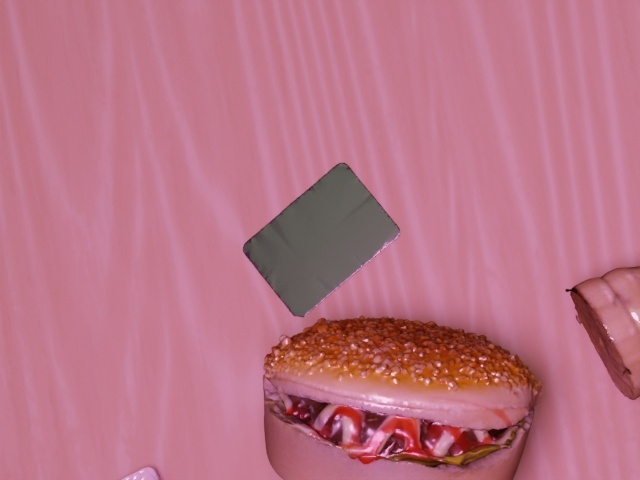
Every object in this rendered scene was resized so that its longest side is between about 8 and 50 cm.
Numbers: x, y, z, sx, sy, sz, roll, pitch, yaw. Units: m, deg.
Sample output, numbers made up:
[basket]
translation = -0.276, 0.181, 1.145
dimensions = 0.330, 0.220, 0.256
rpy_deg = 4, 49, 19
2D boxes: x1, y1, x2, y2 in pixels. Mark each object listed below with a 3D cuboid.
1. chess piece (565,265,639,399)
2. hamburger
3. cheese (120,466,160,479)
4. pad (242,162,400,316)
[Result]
[chess piece]
translation = 0.416, 0.038, 1.624
dimensions = 0.301, 0.137, 0.137
rpy_deg = -30, 78, -3
[hamburger]
translation = 0.080, 0.165, 1.592
dimensions = 0.302, 0.302, 0.170
rpy_deg = 10, 103, 14
[cheese]
translation = -0.292, 0.326, 1.779
dimensions = 0.251, 0.054, 0.127
rpy_deg = -27, 78, 8
[pad]
translation = 0.000, 0.000, 1.772
dimensions = 0.157, 0.003, 0.112
rpy_deg = -40, 76, 6
